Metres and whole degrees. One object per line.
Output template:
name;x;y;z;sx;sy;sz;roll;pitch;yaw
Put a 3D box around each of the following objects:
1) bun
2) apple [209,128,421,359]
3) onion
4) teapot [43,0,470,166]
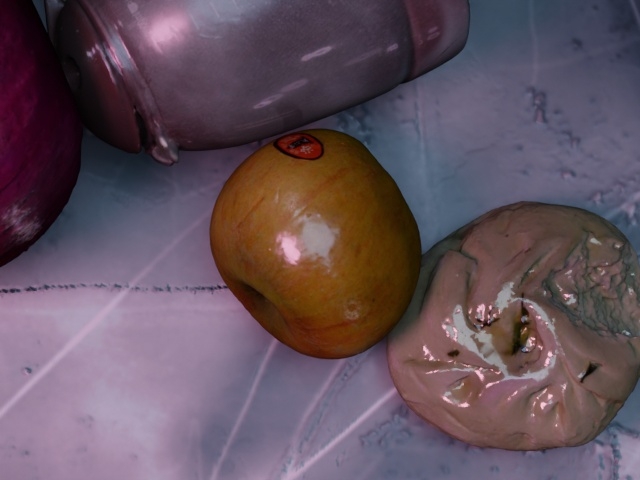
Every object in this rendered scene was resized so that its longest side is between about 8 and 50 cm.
bun;0.175;0.072;1.561;0.237;0.116;0.210;-44;90;-10
apple;0.000;0.000;1.520;0.182;0.182;0.155;46;69;0
onion;-0.378;-0.076;1.402;0.348;0.348;0.385;40;75;-1
teapot;-0.088;-0.224;1.506;0.312;0.233;0.315;-27;80;-13
